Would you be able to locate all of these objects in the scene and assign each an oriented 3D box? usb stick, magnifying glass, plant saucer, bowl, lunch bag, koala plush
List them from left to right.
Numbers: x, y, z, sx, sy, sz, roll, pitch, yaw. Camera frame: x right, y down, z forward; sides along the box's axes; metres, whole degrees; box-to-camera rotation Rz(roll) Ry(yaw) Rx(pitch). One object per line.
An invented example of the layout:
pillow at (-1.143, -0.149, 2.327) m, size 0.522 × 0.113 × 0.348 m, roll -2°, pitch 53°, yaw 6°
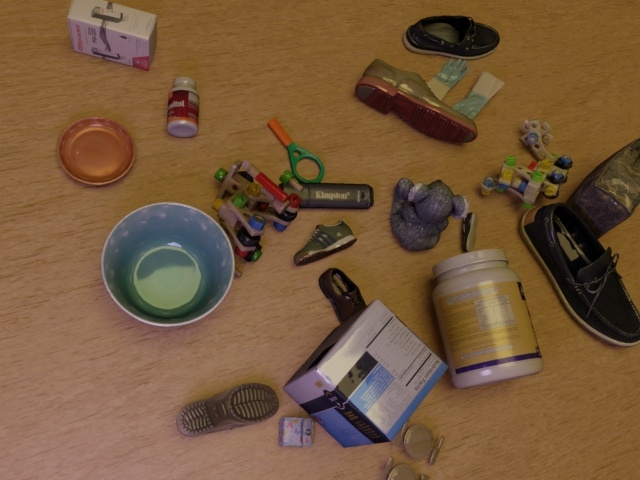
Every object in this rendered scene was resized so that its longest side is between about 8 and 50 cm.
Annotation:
plant saucer at (-0.593, -0.234, 1.770) m, size 0.199 × 0.037 × 0.200 m, roll 4°, pitch 71°, yaw -12°
bowl at (-0.377, 0.075, 1.651) m, size 0.311 × 0.163 × 0.312 m, roll 5°, pitch 71°, yaw -14°
magnifying glass at (-0.075, -0.256, 1.925) m, size 0.092 × 0.026 × 0.231 m, roll -34°, pitch 85°, yaw -22°
lunch bag at (-0.058, 0.476, 1.658) m, size 0.083 × 0.053 × 0.071 m, roll 10°, pitch 70°, yaw -21°
usb stick at (0.016, -0.127, 1.889) m, size 0.278 × 0.045 × 0.077 m, roll 0°, pitch 76°, yaw -15°
koala plush at (0.306, -0.088, 1.857) m, size 0.196 × 0.221 × 0.203 m, roll 22°, pitch 68°, yaw -7°
lunch bag at (0.898, -0.167, 2.034) m, size 0.169 × 0.235 × 0.287 m, roll 40°, pitch 67°, yaw 7°

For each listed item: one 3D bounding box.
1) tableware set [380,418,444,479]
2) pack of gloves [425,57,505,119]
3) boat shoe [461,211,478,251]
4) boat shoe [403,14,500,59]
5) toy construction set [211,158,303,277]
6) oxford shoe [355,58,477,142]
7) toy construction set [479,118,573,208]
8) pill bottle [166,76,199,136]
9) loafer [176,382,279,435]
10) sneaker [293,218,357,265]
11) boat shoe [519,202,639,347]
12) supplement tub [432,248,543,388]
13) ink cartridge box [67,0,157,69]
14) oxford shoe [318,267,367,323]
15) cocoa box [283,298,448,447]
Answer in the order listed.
tableware set at (0.225, 0.563, 1.711) m, size 0.128 × 0.039 × 0.194 m, roll 32°, pitch 72°, yaw -15°
pack of gloves at (0.443, -0.475, 2.136) m, size 0.195 × 0.046 × 0.232 m, roll 37°, pitch 66°, yaw 15°
boat shoe at (0.436, -0.025, 1.970) m, size 0.046 × 0.038 × 0.125 m, roll 31°, pitch 65°, yaw -49°
boat shoe at (0.442, -0.672, 2.155) m, size 0.340 × 0.113 × 0.127 m, roll 2°, pitch 71°, yaw -14°
toy construction set at (-0.194, -0.115, 1.707) m, size 0.237 × 0.309 × 0.257 m, roll 41°, pitch 58°, yaw 7°
oxford shoe at (0.309, -0.429, 2.020) m, size 0.397 × 0.140 × 0.147 m, roll 27°, pitch 68°, yaw -5°
toy construction set at (0.648, -0.226, 2.049) m, size 0.215 × 0.151 × 0.328 m, roll 23°, pitch 57°, yaw 21°
pill bottle at (-0.379, -0.370, 1.848) m, size 0.086 × 0.086 × 0.152 m, roll 3°, pitch 70°, yaw -14°
loafer at (-0.229, 0.410, 1.618) m, size 0.268 × 0.092 × 0.102 m, roll -3°, pitch 73°, yaw -33°
sneaker at (0.000, 0.000, 1.837) m, size 0.192 × 0.064 × 0.086 m, roll -21°, pitch 70°, yaw -21°
boat shoe at (0.787, 0.097, 1.959) m, size 0.186 × 0.156 × 0.500 m, roll -32°, pitch 83°, yaw -24°
supplement tub at (0.434, 0.210, 1.777) m, size 0.241 × 0.241 × 0.331 m, roll -6°, pitch 74°, yaw -17°
ink cartridge box at (-0.567, -0.569, 1.827) m, size 0.217 × 0.158 × 0.092 m, roll 14°, pitch 69°, yaw -9°
oxford shoe at (0.082, 0.170, 1.778) m, size 0.083 × 0.096 × 0.227 m, roll -38°, pitch 86°, yaw -25°
cocoa box at (0.095, 0.329, 1.588) m, size 0.228 × 0.347 × 0.231 m, roll 43°, pitch 66°, yaw 2°
